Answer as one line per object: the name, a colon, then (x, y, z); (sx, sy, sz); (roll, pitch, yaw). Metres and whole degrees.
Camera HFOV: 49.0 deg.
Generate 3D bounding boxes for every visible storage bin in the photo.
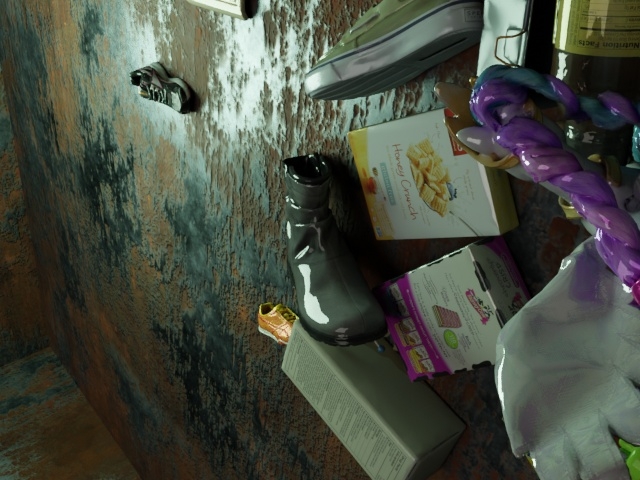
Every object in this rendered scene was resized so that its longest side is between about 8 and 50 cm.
storage bin: (0.218, -0.218, 0.764); (0.091, 0.098, 0.135); (39, 138, 50)

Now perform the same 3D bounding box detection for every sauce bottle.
sauce bottle: (0.278, -0.201, 0.670); (0.111, 0.111, 0.344); (28, 131, 43)

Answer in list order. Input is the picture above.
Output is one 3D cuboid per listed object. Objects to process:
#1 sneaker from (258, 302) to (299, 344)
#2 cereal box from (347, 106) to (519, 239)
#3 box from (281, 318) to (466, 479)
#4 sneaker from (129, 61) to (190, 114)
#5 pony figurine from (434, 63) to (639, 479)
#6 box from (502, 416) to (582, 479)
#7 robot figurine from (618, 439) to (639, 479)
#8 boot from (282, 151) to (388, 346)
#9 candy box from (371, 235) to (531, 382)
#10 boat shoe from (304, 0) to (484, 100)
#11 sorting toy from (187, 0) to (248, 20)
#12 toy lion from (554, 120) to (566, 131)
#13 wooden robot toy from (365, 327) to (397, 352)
sneaker: (-0.072, 0.165, 1.396); (0.175, 0.064, 0.067); (13, 109, 47)
cereal box: (0.147, -0.089, 0.964); (0.240, 0.047, 0.173); (-4, 105, 54)
box: (0.079, 0.262, 1.188); (0.311, 0.121, 0.148); (47, 140, 28)
sneaker: (-0.342, -0.313, 1.481); (0.178, 0.077, 0.072); (37, 137, 36)
pony figurine: (0.266, 0.010, 0.548); (0.303, 0.363, 0.351); (-54, 22, 19)
box: (0.319, 0.289, 0.930); (0.169, 0.059, 0.054); (58, 142, 14)
robot figurine: (0.398, 0.266, 0.803); (0.115, 0.067, 0.101); (34, 121, 39)
boot: (0.000, 0.000, 1.083); (0.338, 0.118, 0.223); (-133, 34, -59)
candy box: (0.189, 0.102, 0.993); (0.233, 0.071, 0.159); (-31, 81, 56)
boat shoe: (0.090, -0.262, 0.918); (0.302, 0.109, 0.094); (-13, 82, 47)
sorting toy: (-0.192, -0.497, 1.207); (0.193, 0.038, 0.208); (31, 132, 41)
toy lion: (0.230, -0.108, 0.798); (0.100, 0.096, 0.034); (5, 112, 53)
wooden robot toy: (0.074, 0.124, 1.150); (0.173, 0.079, 0.076); (11, 135, 12)
